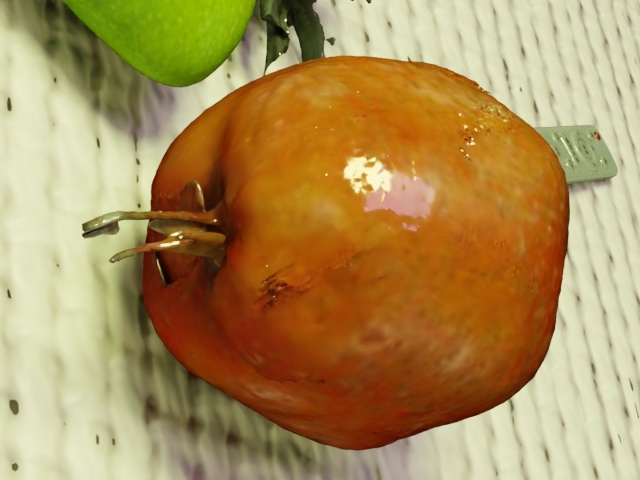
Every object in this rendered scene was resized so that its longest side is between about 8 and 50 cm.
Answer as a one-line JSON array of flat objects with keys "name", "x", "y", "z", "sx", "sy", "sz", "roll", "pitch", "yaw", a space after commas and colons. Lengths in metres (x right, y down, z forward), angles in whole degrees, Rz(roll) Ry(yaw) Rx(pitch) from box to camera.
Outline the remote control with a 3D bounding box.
[{"name": "remote control", "x": 0.187, "y": -0.065, "z": 1.232, "sx": 0.184, "sy": 0.027, "sz": 0.050, "roll": -9, "pitch": 71, "yaw": -58}]

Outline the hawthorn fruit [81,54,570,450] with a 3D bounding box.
[{"name": "hawthorn fruit", "x": 0.000, "y": 0.000, "z": 0.792, "sx": 0.299, "sy": 0.211, "sz": 0.211, "roll": 11, "pitch": 55, "yaw": -48}]

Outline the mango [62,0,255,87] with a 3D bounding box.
[{"name": "mango", "x": -0.137, "y": -0.244, "z": 0.865, "sx": 0.192, "sy": 0.156, "sz": 0.343, "roll": -25, "pitch": 87, "yaw": -46}]

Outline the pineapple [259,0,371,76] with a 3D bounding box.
[{"name": "pineapple", "x": -0.057, "y": -0.282, "z": 1.020, "sx": 0.165, "sy": 0.165, "sz": 0.364, "roll": -27, "pitch": 93, "yaw": -55}]
